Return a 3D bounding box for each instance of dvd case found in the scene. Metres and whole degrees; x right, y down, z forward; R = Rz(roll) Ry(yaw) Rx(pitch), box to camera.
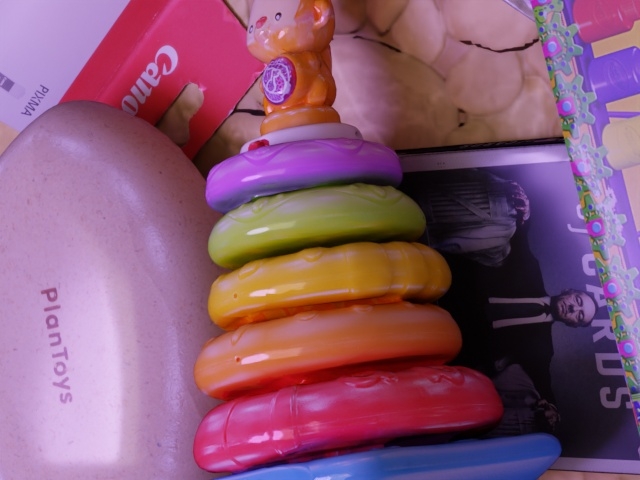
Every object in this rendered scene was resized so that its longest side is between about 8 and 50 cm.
[{"bbox_3d":[0.123,0.035,0.969,0.238,0.029,0.179,-2,100,39],"label":"dvd case"}]

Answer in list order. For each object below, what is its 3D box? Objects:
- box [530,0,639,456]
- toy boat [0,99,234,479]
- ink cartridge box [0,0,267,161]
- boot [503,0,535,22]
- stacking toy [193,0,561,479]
[{"bbox_3d":[0.244,-0.085,0.672,0.279,0.177,0.290,-14,88,39],"label":"box"},{"bbox_3d":[-0.179,0.053,1.134,0.318,0.148,0.268,-6,88,27],"label":"toy boat"},{"bbox_3d":[-0.157,-0.132,1.124,0.225,0.056,0.181,53,127,15],"label":"ink cartridge box"},{"bbox_3d":[0.121,-0.221,0.886,0.189,0.076,0.208,44,131,23],"label":"boot"},{"bbox_3d":[0.000,0.000,0.960,0.175,0.165,0.302,-19,76,49],"label":"stacking toy"}]
